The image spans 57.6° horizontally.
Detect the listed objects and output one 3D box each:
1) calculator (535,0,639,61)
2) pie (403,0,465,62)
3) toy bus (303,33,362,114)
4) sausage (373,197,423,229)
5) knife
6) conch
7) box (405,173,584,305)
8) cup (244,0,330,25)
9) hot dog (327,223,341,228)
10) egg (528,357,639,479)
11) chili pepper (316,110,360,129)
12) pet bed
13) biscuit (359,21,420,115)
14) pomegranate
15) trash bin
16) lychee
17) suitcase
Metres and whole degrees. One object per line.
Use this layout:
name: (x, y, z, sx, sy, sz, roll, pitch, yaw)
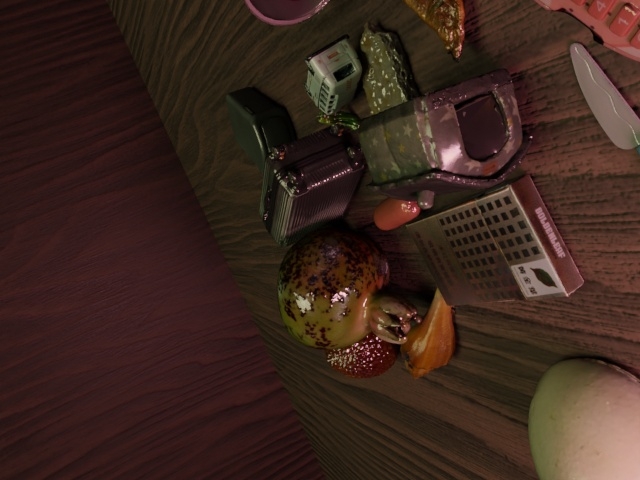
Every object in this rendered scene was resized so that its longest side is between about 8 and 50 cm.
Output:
calculator: (0.271, -0.318, 0.561, 0.329, 0.048, 0.220, 50, 155, 17)
pie: (0.162, -0.342, 0.819, 0.191, 0.033, 0.088, 59, 153, 26)
toy bus: (0.024, -0.298, 1.084, 0.089, 0.087, 0.194, 57, 173, 3)
sausage: (0.152, -0.061, 1.131, 0.062, 0.062, 0.154, 63, 159, 1)
knife: (0.349, -0.122, 0.655, 0.244, 0.032, 0.058, 60, 168, 21)
conch: (0.224, 0.207, 1.235, 0.109, 0.093, 0.330, 56, 158, 38)
box: (0.269, 0.016, 0.971, 0.180, 0.047, 0.325, 63, 160, 0)
cup: (-0.102, -0.541, 1.025, 0.288, 0.203, 0.203, 58, 159, 32)
hot dog: (0.001, -0.003, 1.511, 0.227, 0.099, 0.160, 38, 154, 53)
egg: (0.396, 0.321, 0.859, 0.286, 0.174, 0.264, 36, 143, 57)
chili pepper: (0.037, -0.246, 1.177, 0.034, 0.091, 0.030, -82, 6, -59)
pet bed: (0.172, -0.131, 0.833, 0.211, 0.183, 0.159, 1, 111, 66)
biscuit: (0.130, -0.233, 1.015, 0.290, 0.038, 0.141, 66, 160, -4)
pomegranate: (0.070, 0.118, 1.273, 0.341, 0.285, 0.285, 22, 137, 37)
trash bin: (-0.157, -0.290, 1.547, 0.236, 0.101, 0.176, 47, 156, 43)
lychee: (0.104, 0.254, 1.454, 0.194, 0.194, 0.194, 49, 155, 33)
suitcase: (-0.027, -0.116, 1.292, 0.128, 0.202, 0.312, 57, 158, 17)
